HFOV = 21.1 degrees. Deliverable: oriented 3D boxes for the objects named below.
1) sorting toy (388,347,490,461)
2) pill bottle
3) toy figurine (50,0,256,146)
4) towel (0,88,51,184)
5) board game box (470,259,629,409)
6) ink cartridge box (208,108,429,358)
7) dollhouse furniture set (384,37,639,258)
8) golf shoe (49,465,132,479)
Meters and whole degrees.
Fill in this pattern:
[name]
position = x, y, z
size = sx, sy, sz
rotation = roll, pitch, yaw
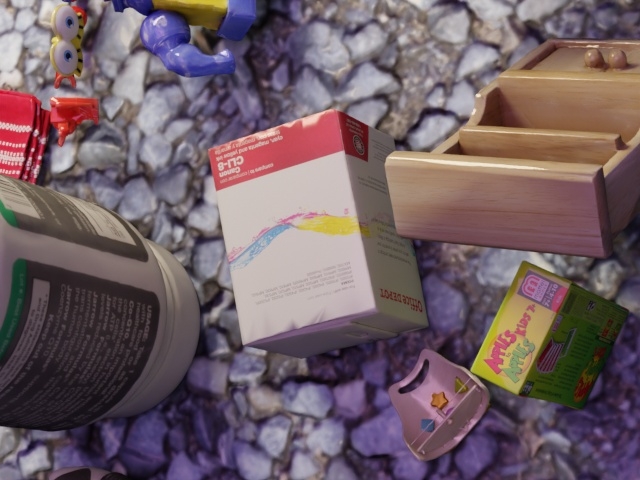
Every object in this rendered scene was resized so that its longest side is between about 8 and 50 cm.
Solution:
[sorting toy]
position = 0.095, 0.132, 1.442
size = 0.083, 0.045, 0.075
rotation = -49, 59, 10
[pill bottle]
position = -0.254, 0.054, 1.428
size = 0.204, 0.361, 0.204
rotation = -4, 79, 23
[toy figurine]
position = -0.132, -0.262, 1.581
size = 0.217, 0.191, 0.363
rotation = 2, 73, -6
[towel]
position = -0.375, -0.020, 1.676
size = 0.199, 0.031, 0.275
rotation = 12, 87, 26
[board game box]
position = 0.181, 0.076, 1.333
size = 0.043, 0.181, 0.092
rotation = 27, 92, 25
[ink cartridge box]
position = 0.000, 0.000, 1.454
size = 0.127, 0.128, 0.176
rotation = -16, 75, 21
[dollhouse furniture set]
position = 0.157, -0.223, 1.245
size = 0.362, 0.256, 0.394
rotation = 6, 119, 34
[golf shoe]
position = -0.227, 0.334, 1.529
size = 0.120, 0.105, 0.273
rotation = 17, 82, 41
